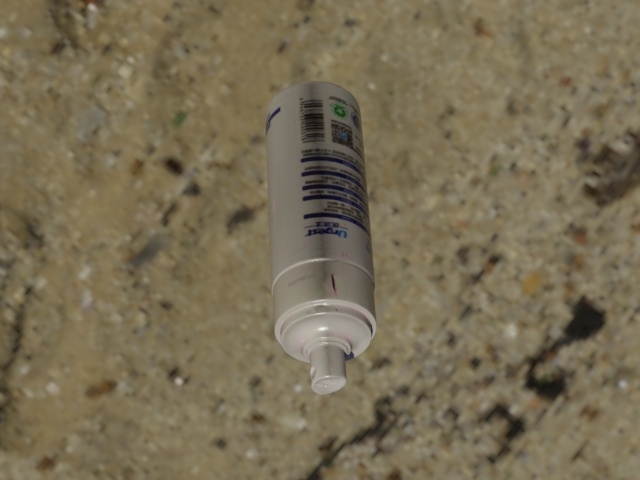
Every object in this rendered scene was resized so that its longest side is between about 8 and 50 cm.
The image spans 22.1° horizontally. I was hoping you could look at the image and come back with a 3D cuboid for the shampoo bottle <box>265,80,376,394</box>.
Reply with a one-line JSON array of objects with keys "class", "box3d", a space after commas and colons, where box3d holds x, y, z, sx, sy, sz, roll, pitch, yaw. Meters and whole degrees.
[{"class": "shampoo bottle", "box3d": [0.000, 0.000, 1.426, 0.092, 0.303, 0.092, -2, 143, -2]}]
